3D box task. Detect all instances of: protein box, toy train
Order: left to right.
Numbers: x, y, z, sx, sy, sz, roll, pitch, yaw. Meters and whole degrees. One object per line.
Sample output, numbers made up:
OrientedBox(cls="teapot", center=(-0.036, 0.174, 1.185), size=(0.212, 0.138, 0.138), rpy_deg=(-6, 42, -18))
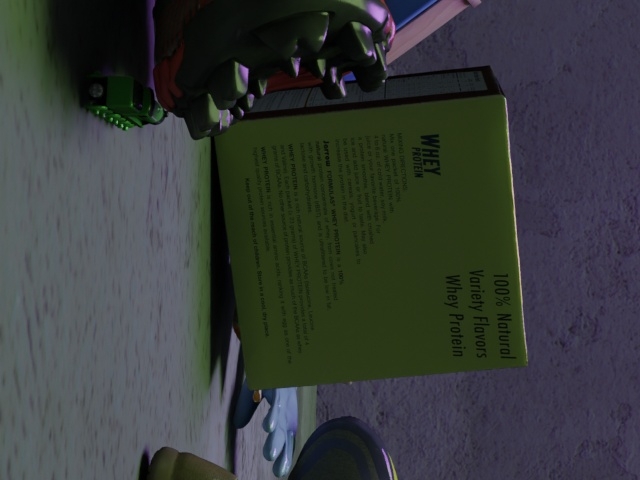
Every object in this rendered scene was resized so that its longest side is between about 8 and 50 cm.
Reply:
OrientedBox(cls="toy train", center=(-0.079, -0.057, 0.609), size=(0.083, 0.024, 0.017), rpy_deg=(25, 68, -87))
OrientedBox(cls="protein box", center=(0.040, -0.012, 1.079), size=(0.136, 0.201, 0.199), rpy_deg=(-77, 161, -74))

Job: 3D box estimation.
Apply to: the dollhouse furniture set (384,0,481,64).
OrientedBox(cls="dollhouse furniture set", center=(-0.004, -0.367, 1.681), size=(0.303, 0.198, 0.286), rpy_deg=(40, 20, -47))

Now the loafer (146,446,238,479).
OrientedBox(cls="loafer", center=(-0.069, 0.181, 0.756), size=(0.056, 0.050, 0.148), rpy_deg=(66, 26, -84))

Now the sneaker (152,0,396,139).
OrientedBox(cls="sneaker", center=(-0.031, -0.117, 0.627), size=(0.276, 0.098, 0.135), rpy_deg=(-116, -168, -83))

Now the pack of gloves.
OrientedBox(cls="pack of gloves", center=(-0.058, 0.072, 1.241), size=(0.232, 0.046, 0.195), rpy_deg=(-87, 166, -53))

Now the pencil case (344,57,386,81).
OrientedBox(cls="pencil case", center=(0.003, -0.108, 1.341), size=(0.133, 0.119, 0.306), rpy_deg=(-59, 164, -28))

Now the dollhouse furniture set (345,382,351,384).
OrientedBox(cls="dollhouse furniture set", center=(0.000, 0.000, 1.797), size=(0.259, 0.135, 0.262), rpy_deg=(-63, 158, -56))

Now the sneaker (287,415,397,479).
OrientedBox(cls="sneaker", center=(-0.010, 0.272, 1.177), size=(0.121, 0.111, 0.300), rpy_deg=(76, 27, -57))
